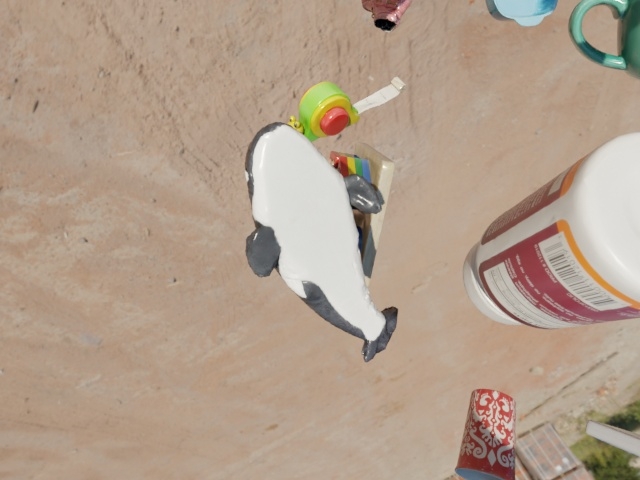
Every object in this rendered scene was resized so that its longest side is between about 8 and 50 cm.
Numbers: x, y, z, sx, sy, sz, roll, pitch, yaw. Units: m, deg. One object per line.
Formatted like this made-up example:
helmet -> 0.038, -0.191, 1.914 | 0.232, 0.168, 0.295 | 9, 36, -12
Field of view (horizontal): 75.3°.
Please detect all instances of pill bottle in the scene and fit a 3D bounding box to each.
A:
pill bottle -> 0.393, 0.023, 0.657 | 0.224, 0.224, 0.392 | -20, 166, -10

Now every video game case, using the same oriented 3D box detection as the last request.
video game case -> 0.500, 0.294, 0.526 | 0.194, 0.212, 0.023 | 21, 81, -19

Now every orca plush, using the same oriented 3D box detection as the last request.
orca plush -> 0.000, 0.000, 0.477 | 0.151, 0.102, 0.287 | -48, 117, -7

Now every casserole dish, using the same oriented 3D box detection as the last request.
casserole dish -> 0.279, -0.399, 0.597 | 0.114, 0.037, 0.188 | -12, 96, -14

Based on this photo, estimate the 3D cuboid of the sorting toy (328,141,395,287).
sorting toy -> 0.059, -0.070, 0.896 | 0.090, 0.255, 0.256 | 6, 110, -9

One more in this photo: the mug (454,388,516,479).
mug -> 0.345, 0.417, 0.878 | 0.113, 0.169, 0.150 | 24, 146, -1

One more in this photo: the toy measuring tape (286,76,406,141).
toy measuring tape -> 0.063, -0.326, 0.949 | 0.330, 0.121, 0.121 | -30, 142, -13

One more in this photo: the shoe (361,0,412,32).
shoe -> 0.137, -0.533, 0.960 | 0.064, 0.178, 0.081 | 22, 99, -35

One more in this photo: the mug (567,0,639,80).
mug -> 0.324, -0.190, 0.364 | 0.130, 0.158, 0.097 | -27, 117, -29
